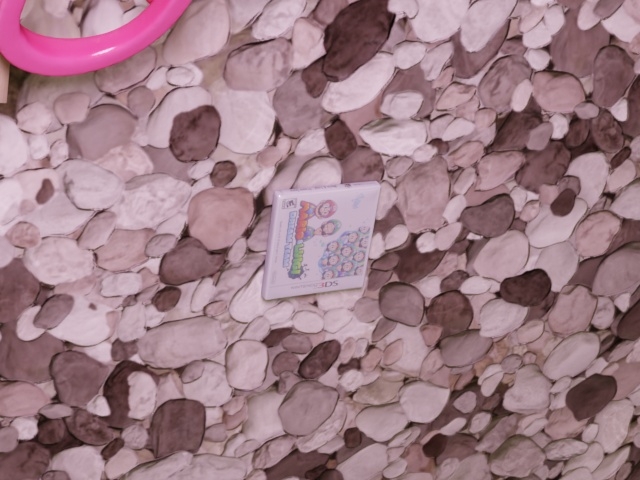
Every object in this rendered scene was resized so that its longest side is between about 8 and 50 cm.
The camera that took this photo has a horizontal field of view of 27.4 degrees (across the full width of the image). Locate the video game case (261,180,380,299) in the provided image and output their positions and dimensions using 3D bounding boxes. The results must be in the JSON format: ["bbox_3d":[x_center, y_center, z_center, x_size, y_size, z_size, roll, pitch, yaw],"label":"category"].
[{"bbox_3d":[0.000,0.000,1.680,0.143,0.019,0.157,-7,124,-24],"label":"video game case"}]

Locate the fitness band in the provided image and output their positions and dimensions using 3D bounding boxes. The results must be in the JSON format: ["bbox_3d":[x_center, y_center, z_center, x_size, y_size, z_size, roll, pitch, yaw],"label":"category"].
[{"bbox_3d":[-0.204,-0.260,1.234,0.209,0.054,0.291,-13,154,-36],"label":"fitness band"}]

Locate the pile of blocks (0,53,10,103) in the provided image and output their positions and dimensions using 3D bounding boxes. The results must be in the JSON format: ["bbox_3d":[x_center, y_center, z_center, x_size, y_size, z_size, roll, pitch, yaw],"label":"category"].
[{"bbox_3d":[-0.387,-0.295,1.240,0.149,0.112,0.362,-49,141,-53],"label":"pile of blocks"}]
